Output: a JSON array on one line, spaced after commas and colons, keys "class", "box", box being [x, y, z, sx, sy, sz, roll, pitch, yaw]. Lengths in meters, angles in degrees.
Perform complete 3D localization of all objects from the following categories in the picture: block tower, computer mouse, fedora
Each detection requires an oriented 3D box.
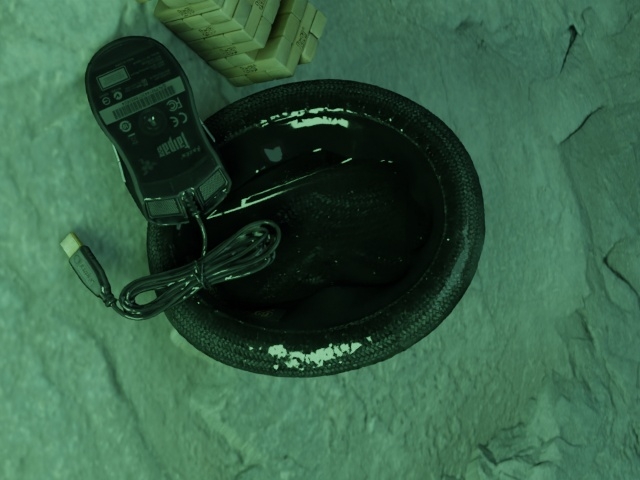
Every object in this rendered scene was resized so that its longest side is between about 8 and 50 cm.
[{"class": "block tower", "box": [-0.135, -0.276, 1.208, 0.335, 0.097, 0.091, 37, 60, -39]}, {"class": "computer mouse", "box": [-0.172, -0.052, 1.163, 0.184, 0.060, 0.262, -30, 83, -8]}, {"class": "fedora", "box": [0.000, 0.000, 1.232, 0.152, 0.334, 0.334, 60, 39, -71]}]
